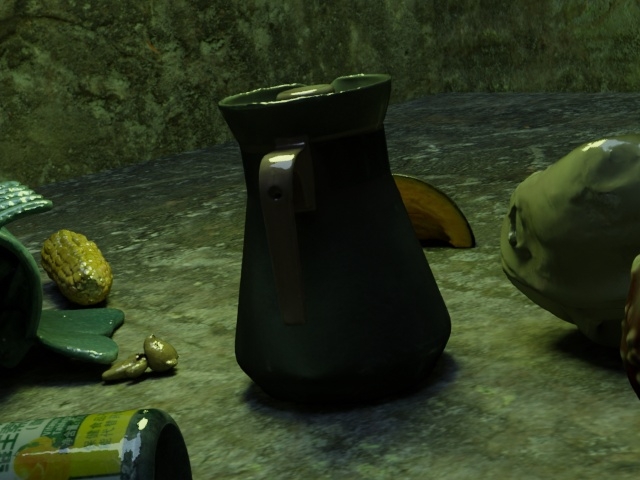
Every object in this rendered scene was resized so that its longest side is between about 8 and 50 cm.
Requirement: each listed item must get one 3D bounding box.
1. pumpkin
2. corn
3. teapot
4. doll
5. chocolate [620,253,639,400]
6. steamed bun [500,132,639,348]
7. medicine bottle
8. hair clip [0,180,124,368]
[{"bbox_3d":[0.132,-0.059,2.010,0.254,0.149,0.130,-4,21,22],"label":"pumpkin"},{"bbox_3d":[-0.397,0.045,1.998,0.101,0.101,0.292,-13,12,-17],"label":"corn"},{"bbox_3d":[0.000,0.000,1.371,0.253,0.343,0.300,-7,12,14],"label":"teapot"},{"bbox_3d":[-0.227,0.160,1.542,0.093,0.051,0.061,-38,13,3],"label":"doll"},{"bbox_3d":[0.405,0.085,1.026,0.340,0.225,0.210,-3,21,42],"label":"chocolate"},{"bbox_3d":[0.369,0.018,1.369,0.310,0.219,0.324,1,-18,-26],"label":"steamed bun"},{"bbox_3d":[-0.263,0.223,1.017,0.293,0.141,0.141,-7,13,9],"label":"medicine bottle"},{"bbox_3d":[-0.446,0.063,1.622,0.392,0.238,0.318,-13,12,-19],"label":"hair clip"}]
